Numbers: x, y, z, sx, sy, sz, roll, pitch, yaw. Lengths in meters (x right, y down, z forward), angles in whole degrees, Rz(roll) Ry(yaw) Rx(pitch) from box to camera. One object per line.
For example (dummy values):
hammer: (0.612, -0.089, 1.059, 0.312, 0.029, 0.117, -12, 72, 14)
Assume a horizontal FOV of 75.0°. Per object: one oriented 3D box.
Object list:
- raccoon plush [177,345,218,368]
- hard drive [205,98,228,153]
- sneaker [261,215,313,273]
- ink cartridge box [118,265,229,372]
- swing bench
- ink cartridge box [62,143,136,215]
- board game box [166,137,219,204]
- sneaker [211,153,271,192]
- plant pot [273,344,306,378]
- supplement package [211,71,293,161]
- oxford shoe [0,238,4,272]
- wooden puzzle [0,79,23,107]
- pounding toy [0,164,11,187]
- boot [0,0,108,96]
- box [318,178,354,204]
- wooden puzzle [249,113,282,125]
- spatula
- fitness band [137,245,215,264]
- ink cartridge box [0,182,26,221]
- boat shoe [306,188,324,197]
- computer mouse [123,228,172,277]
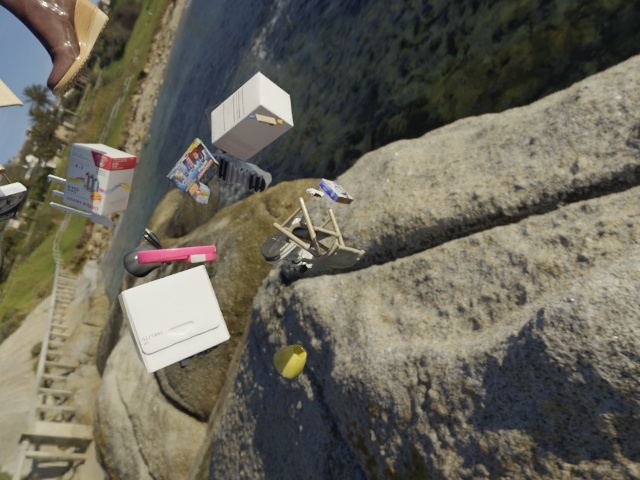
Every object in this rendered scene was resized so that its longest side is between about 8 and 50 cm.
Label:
raccoon plush: (-0.650, 0.376, 1.979, 0.216, 0.299, 0.447, -24, 68, 4)
hard drive: (-0.465, -0.573, 2.070, 0.054, 0.171, 0.255, 73, 172, -76)
sneaker: (-0.121, 0.067, 2.008, 0.169, 0.258, 0.447, -9, 19, 22)
ink cartridge box: (-0.388, 0.196, 1.078, 0.270, 0.198, 0.197, -18, 91, 61)
swing bench: (0.000, 0.000, 1.583, 0.165, 0.253, 0.255, -44, 64, 16)
ink cartridge box: (-0.644, -0.179, 1.220, 0.127, 0.128, 0.176, -59, -12, -75)
board game box: (-0.445, -0.234, 1.517, 0.194, 0.060, 0.194, -46, 64, 14)
sneaker: (-0.349, -0.300, 1.816, 0.110, 0.292, 0.118, -67, -5, 32)
plant pot: (-0.113, 0.482, 1.708, 0.095, 0.134, 0.134, -51, 34, 24)
supplement package: (-0.278, -0.487, 1.676, 0.292, 0.177, 0.176, -26, 58, 32)
oxford shoe: (-0.724, -0.020, 0.839, 0.096, 0.082, 0.227, -60, -37, -62)
wooden puzzle: (-0.958, -0.412, 1.084, 0.044, 0.221, 0.238, -45, -3, 33)
pounding toy: (-1.327, -0.204, 1.694, 0.094, 0.181, 0.206, 42, 106, 12)
boot: (-0.618, -0.467, 0.921, 0.090, 0.206, 0.249, -5, 64, 55)
box: (0.047, -0.152, 1.309, 0.081, 0.136, 0.028, 47, 107, 18)
wooden puzzle: (-0.185, -0.409, 1.421, 0.079, 0.116, 0.014, -107, 32, -58)
spatula: (-0.871, -0.150, 1.526, 0.019, 0.241, 0.168, -77, 6, -55)
fitness band: (-0.486, 0.049, 1.430, 0.208, 0.291, 0.055, -2, 90, 15)
ink cartridge box: (-1.130, -0.089, 1.411, 0.208, 0.045, 0.206, -45, 3, 28)
boat shoe: (-0.032, -0.233, 2.079, 0.100, 0.035, 0.035, 19, 118, 20)
computer mouse: (-0.714, 0.059, 1.739, 0.072, 0.189, 0.272, -31, 14, 16)
